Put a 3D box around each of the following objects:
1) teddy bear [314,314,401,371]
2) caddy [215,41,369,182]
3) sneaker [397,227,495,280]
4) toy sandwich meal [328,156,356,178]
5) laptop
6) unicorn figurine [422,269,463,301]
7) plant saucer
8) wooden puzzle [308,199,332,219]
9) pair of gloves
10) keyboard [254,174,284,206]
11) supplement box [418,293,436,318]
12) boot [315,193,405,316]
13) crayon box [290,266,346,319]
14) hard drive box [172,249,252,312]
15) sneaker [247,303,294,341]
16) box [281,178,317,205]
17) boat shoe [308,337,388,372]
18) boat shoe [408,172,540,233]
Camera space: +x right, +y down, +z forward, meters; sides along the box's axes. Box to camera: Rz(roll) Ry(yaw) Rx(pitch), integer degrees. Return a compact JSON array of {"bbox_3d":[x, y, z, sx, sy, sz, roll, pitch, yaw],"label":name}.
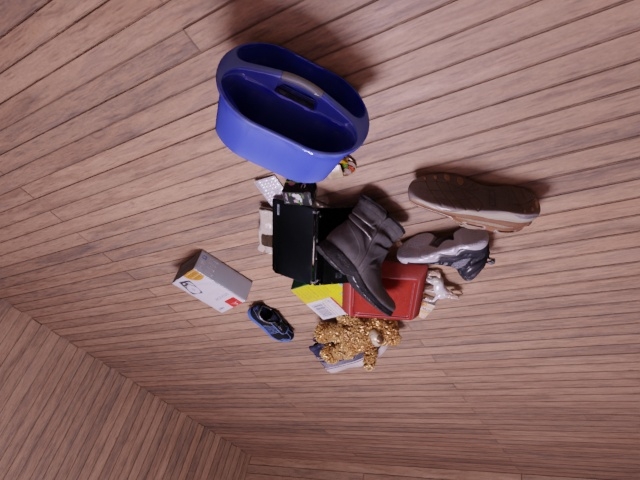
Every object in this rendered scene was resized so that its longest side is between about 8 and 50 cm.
[{"bbox_3d":[0.126,0.365,1.886,0.337,0.246,0.113,1,-176,26],"label":"teddy bear"},{"bbox_3d":[-0.063,-0.282,1.091,0.341,0.242,0.179,23,147,-10],"label":"caddy"},{"bbox_3d":[0.364,0.053,1.465,0.268,0.101,0.153,-13,132,29],"label":"sneaker"},{"bbox_3d":[0.051,-0.190,1.334,0.085,0.029,0.086,10,142,8],"label":"toy sandwich meal"},{"bbox_3d":[0.000,0.000,1.495,0.264,0.136,0.235,-4,110,-15],"label":"laptop"},{"bbox_3d":[0.377,0.155,1.625,0.111,0.060,0.162,-8,137,29],"label":"unicorn figurine"},{"bbox_3d":[0.196,0.167,1.598,0.258,0.048,0.259,4,135,5],"label":"plant saucer"},{"bbox_3d":[-0.005,-0.086,1.501,0.116,0.014,0.078,28,137,-16],"label":"wooden puzzle"},{"bbox_3d":[-0.083,-0.006,1.584,0.239,0.042,0.204,15,143,2],"label":"pair of gloves"},{"bbox_3d":[-0.104,-0.096,1.524,0.072,0.014,0.256,-8,137,29],"label":"keyboard"},{"bbox_3d":[0.348,0.225,1.743,0.062,0.036,0.098,18,142,-3],"label":"supplement box"},{"bbox_3d":[0.166,0.048,1.430,0.338,0.223,0.118,48,173,-31],"label":"boot"},{"bbox_3d":[0.085,0.157,1.713,0.318,0.081,0.202,-18,131,34],"label":"crayon box"},{"bbox_3d":[-0.401,0.156,1.891,0.232,0.089,0.181,35,139,-24],"label":"hard drive box"},{"bbox_3d":[-0.184,0.334,2.041,0.232,0.082,0.090,37,145,-24],"label":"sneaker"},{"bbox_3d":[-0.057,-0.137,1.414,0.083,0.062,0.052,5,142,14],"label":"box"},{"bbox_3d":[0.101,0.414,2.008,0.340,0.127,0.158,-32,109,35],"label":"boat shoe"},{"bbox_3d":[0.377,-0.079,1.285,0.323,0.123,0.117,13,145,7],"label":"boat shoe"}]
